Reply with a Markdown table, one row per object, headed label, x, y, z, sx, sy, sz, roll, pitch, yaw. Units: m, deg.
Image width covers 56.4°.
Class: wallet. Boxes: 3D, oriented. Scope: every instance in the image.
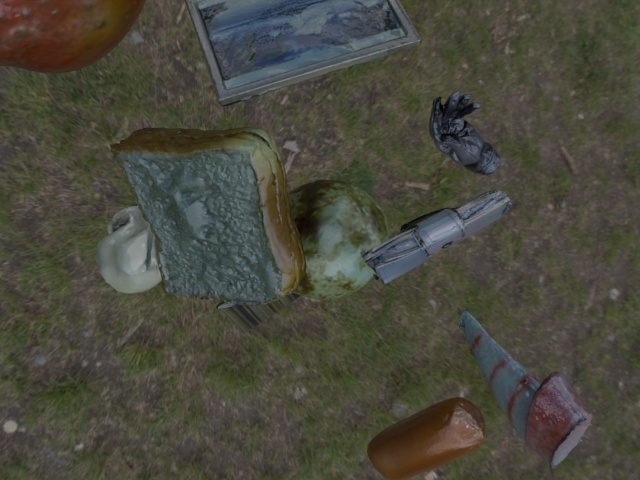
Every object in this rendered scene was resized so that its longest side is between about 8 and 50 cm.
| label | x | y | z | sx | sy | sz | roll | pitch | yaw |
| --- | --- | --- | --- | --- | --- | --- | --- | --- | --- |
| wallet | 0.177 | -0.011 | 0.936 | 0.231 | 0.170 | 0.069 | -30 | 77 | 3 |

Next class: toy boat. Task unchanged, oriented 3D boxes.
| label | x | y | z | sx | sy | sz | roll | pitch | yaw |
| --- | --- | --- | --- | --- | --- | --- | --- | --- | --- |
| toy boat | 0.332 | 0.247 | 1.047 | 0.096 | 0.282 | 0.206 | -26 | 140 | -20 |

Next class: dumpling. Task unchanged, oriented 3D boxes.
| label | x | y | z | sx | sy | sz | roll | pitch | yaw |
| --- | --- | --- | --- | --- | --- | --- | --- | --- | --- |
| dumpling | -0.390 | 0.027 | 1.234 | 0.132 | 0.250 | 0.162 | -12 | 78 | -42 |

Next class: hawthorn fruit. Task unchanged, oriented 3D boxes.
| label | x | y | z | sx | sy | sz | roll | pitch | yaw |
| --- | --- | --- | --- | --- | --- | --- | --- | --- | --- |
| hawthorn fruit | -0.409 | -0.441 | 0.803 | 0.403 | 0.403 | 0.402 | 0 | 92 | -12 |

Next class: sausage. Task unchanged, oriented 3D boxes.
| label | x | y | z | sx | sy | sz | roll | pitch | yaw |
| --- | --- | --- | --- | --- | --- | --- | --- | --- | --- |
| sausage | 0.197 | 0.379 | 1.132 | 0.105 | 0.274 | 0.105 | 24 | 44 | -26 |

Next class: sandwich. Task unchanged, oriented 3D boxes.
| label | x | y | z | sx | sy | sz | roll | pitch | yaw |
| --- | --- | --- | --- | --- | --- | --- | --- | --- | --- |
| sandwich | -0.169 | -0.033 | 0.971 | 0.271 | 0.099 | 0.301 | 4 | 123 | 26 |

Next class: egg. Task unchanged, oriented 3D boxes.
| label | x | y | z | sx | sy | sz | roll | pitch | yaw |
| --- | --- | --- | --- | --- | --- | --- | --- | --- | --- |
| egg | 0.000 | 0.000 | 1.196 | 0.238 | 0.289 | 0.238 | 8 | 79 | -46 |

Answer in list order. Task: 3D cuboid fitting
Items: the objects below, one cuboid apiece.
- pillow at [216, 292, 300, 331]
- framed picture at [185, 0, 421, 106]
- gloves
| label | x | y | z | sx | sy | sz | roll | pitch | yaw |
| --- | --- | --- | --- | --- | --- | --- | --- | --- | --- |
| pillow | -0.174 | 0.174 | 1.730 | 0.212 | 0.208 | 0.052 | -34 | 59 | -4 |
| framed picture | -0.034 | -0.337 | 0.919 | 0.315 | 0.024 | 0.232 | -19 | 64 | -6 |
| gloves | 0.329 | -0.236 | 1.384 | 0.285 | 0.119 | 0.142 | 47 | 42 | -46 |
